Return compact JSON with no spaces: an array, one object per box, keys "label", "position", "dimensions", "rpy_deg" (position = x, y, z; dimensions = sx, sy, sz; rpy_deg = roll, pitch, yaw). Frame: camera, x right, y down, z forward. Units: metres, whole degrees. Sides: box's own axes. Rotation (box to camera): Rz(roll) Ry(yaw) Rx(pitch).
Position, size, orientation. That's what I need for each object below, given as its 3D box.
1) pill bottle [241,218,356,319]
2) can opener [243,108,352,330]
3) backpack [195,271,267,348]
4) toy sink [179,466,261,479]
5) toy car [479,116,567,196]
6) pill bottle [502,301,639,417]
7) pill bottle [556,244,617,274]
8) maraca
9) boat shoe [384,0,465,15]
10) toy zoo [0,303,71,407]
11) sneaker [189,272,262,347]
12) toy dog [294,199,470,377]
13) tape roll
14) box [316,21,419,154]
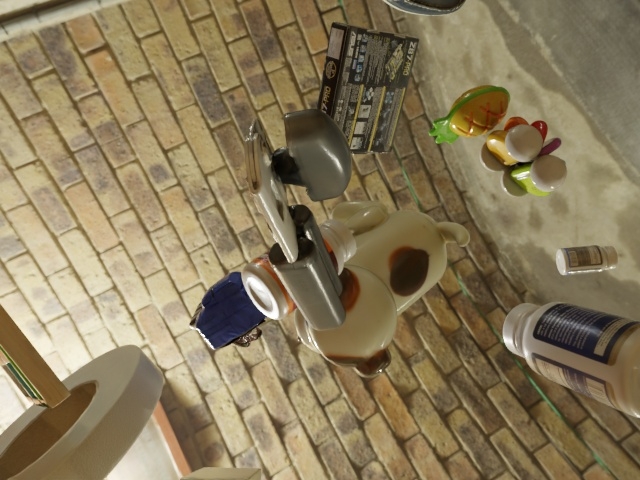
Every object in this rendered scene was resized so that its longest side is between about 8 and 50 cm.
[{"label":"pill bottle","position":[-0.025,0.033,0.621],"dimensions":[0.086,0.152,0.086],"rpy_deg":[34,144,30]},{"label":"can opener","position":[0.000,0.000,0.427],"dimensions":[0.283,0.095,0.075],"rpy_deg":[67,-166,-54]},{"label":"backpack","position":[-0.161,0.121,0.792],"dimensions":[0.101,0.120,0.098],"rpy_deg":[51,-171,-8]},{"label":"toy sink","position":[-0.230,0.611,1.052],"dimensions":[0.234,0.153,0.131],"rpy_deg":[91,179,-69]},{"label":"toy car","position":[0.448,-0.184,0.969],"dimensions":[0.182,0.136,0.159],"rpy_deg":[48,171,-5]},{"label":"pill bottle","position":[0.296,0.122,0.516],"dimensions":[0.094,0.094,0.169],"rpy_deg":[66,163,-14]},{"label":"pill bottle","position":[0.748,0.054,1.275],"dimensions":[0.078,0.137,0.078],"rpy_deg":[-5,-90,-80]},{"label":"maraca","position":[0.337,-0.280,1.026],"dimensions":[0.127,0.186,0.099],"rpy_deg":[29,-139,-48]},{"label":"boat shoe","position":[0.103,-0.389,0.631],"dimensions":[0.255,0.095,0.079],"rpy_deg":[23,-155,-18]},{"label":"toy zoo","position":[-0.493,0.177,0.718],"dimensions":[0.293,0.030,0.192],"rpy_deg":[-20,105,49]},{"label":"sneaker","position":[-0.189,0.180,1.098],"dimensions":[0.163,0.106,0.281],"rpy_deg":[36,140,-20]},{"label":"toy dog","position":[0.108,0.111,0.985],"dimensions":[0.396,0.408,0.284],"rpy_deg":[-4,115,34]},{"label":"tape roll","position":[-0.452,0.344,0.780],"dimensions":[0.072,0.392,0.392],"rpy_deg":[55,172,-20]},{"label":"box","position":[0.145,-0.483,1.495],"dimensions":[0.097,0.318,0.394],"rpy_deg":[40,129,43]}]
